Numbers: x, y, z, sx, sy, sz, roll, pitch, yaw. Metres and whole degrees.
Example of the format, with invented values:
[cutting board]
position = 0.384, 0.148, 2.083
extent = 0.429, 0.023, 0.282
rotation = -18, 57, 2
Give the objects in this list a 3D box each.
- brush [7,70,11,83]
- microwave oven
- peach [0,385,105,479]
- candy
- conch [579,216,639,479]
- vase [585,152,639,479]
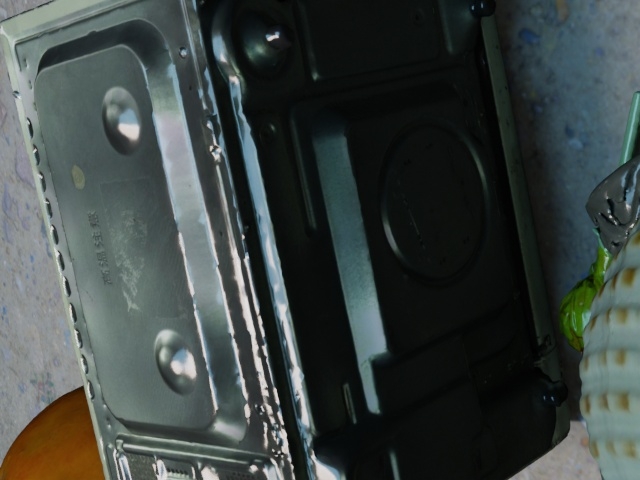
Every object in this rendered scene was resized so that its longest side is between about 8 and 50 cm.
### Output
[brush]
position = -0.326, -0.190, 1.311
extent = 0.164, 0.014, 0.051
rotation = 22, 121, 40
[microwave oven]
position = 0.000, 0.000, 0.791
extent = 0.247, 0.333, 0.394
rotation = -5, 100, 44
[peach]
position = -0.182, 0.300, 1.101
extent = 0.343, 0.302, 0.342
rotation = 22, 117, 51
[candy]
position = 0.208, -0.009, 0.773
extent = 0.062, 0.058, 0.193
rotation = -130, 45, -70
[conch]
position = 0.282, 0.030, 0.495
extent = 0.303, 0.319, 0.215
rotation = 43, 156, 30
[vase]
position = 0.269, 0.084, 0.662
extent = 0.251, 0.156, 0.300
rotation = -35, 70, 26
